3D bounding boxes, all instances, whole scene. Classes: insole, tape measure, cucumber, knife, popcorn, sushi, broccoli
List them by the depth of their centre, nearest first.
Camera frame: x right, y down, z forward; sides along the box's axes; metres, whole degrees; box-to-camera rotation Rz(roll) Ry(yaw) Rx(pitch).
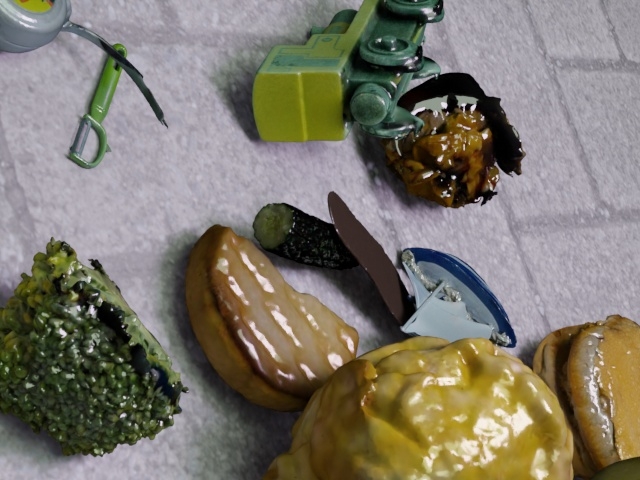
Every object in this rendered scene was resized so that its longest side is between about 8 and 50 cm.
[{"bbox_3d":[-0.282,0.131,1.552,0.180,0.273,0.242,-38,115,-6],"label":"broccoli"},{"bbox_3d":[-0.332,-0.240,1.717,0.330,0.084,0.164,54,42,-10],"label":"tape measure"},{"bbox_3d":[0.120,0.309,1.722,0.344,0.354,0.390,27,59,10],"label":"popcorn"},{"bbox_3d":[-0.277,-0.175,1.798,0.054,0.015,0.212,36,46,-30],"label":"knife"},{"bbox_3d":[0.001,0.002,1.929,0.300,0.072,0.072,18,55,-62],"label":"cucumber"},{"bbox_3d":[0.080,0.036,2.000,0.328,0.007,0.111,53,25,-45],"label":"insole"},{"bbox_3d":[0.199,-0.149,2.195,0.200,0.204,0.213,54,-8,33],"label":"sushi"}]

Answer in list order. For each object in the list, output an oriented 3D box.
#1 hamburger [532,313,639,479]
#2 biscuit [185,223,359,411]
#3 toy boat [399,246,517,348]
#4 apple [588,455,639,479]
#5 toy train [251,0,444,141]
[{"bbox_3d":[0.469,0.270,2.269,0.318,0.158,0.318,26,51,-38],"label":"hamburger"},{"bbox_3d":[-0.074,0.114,1.803,0.274,0.091,0.213,47,38,-21],"label":"biscuit"},{"bbox_3d":[0.178,0.088,2.079,0.291,0.070,0.210,1,43,-53],"label":"toy boat"},{"bbox_3d":[0.507,0.522,1.955,0.473,0.473,0.473,26,52,-38],"label":"apple"},{"bbox_3d":[0.055,-0.271,2.073,0.369,0.237,0.150,-65,155,-57],"label":"toy train"}]
